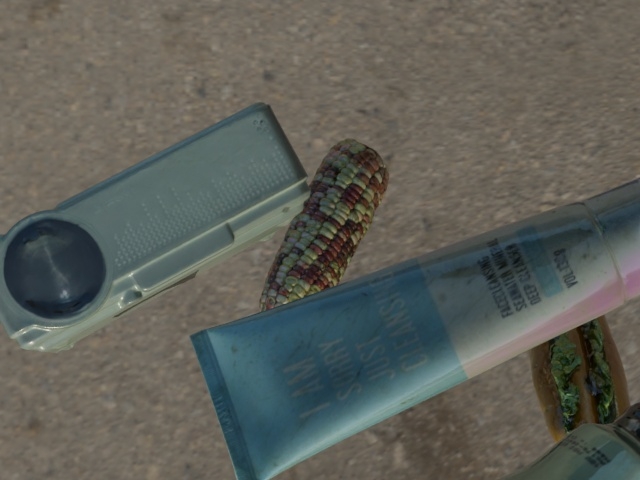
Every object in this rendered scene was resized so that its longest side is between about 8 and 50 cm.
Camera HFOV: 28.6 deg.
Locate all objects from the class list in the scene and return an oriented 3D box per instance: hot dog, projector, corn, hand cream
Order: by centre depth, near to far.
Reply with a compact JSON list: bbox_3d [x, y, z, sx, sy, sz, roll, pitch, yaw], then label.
[{"bbox_3d":[0.073,0.045,0.780,0.312,0.070,0.111,-24,68,1],"label":"hand cream"},{"bbox_3d":[-0.141,-0.002,1.015,0.257,0.192,0.099,-28,88,-11],"label":"projector"},{"bbox_3d":[0.000,0.000,1.405,0.086,0.086,0.253,13,63,31],"label":"corn"},{"bbox_3d":[0.379,0.192,1.841,0.135,0.337,0.100,-1,127,1],"label":"hot dog"}]

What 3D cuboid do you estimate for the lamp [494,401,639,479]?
[{"bbox_3d":[0.132,0.214,0.827,0.182,0.182,0.314,40,90,22],"label":"lamp"}]
